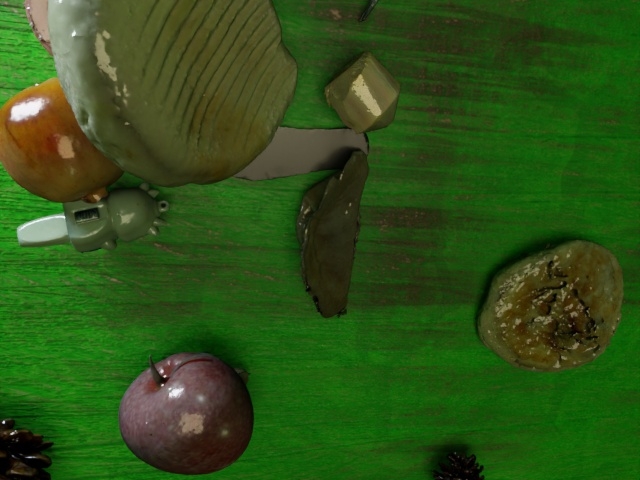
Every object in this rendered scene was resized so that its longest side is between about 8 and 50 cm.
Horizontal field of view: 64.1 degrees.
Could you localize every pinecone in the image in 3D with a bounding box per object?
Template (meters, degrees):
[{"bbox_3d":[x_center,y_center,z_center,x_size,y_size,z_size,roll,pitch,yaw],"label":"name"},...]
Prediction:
[{"bbox_3d":[0.327,0.555,1.184,0.140,0.140,0.121,5,80,-12],"label":"pinecone"},{"bbox_3d":[-0.605,0.456,0.913,0.223,0.273,0.224,-2,146,-2],"label":"pinecone"}]

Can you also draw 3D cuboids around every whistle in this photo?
[{"bbox_3d":[-0.375,-0.032,0.859,0.244,0.092,0.110,-15,82,-10],"label":"whistle"}]

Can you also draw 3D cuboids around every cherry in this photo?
[{"bbox_3d":[-0.248,0.316,0.943,0.213,0.235,0.286,-50,129,-36],"label":"cherry"}]

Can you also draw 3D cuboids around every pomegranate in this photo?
[{"bbox_3d":[-0.382,-0.148,0.776,0.191,0.191,0.192,-3,110,-9],"label":"pomegranate"}]

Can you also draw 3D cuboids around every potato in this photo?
[{"bbox_3d":[-0.173,0.284,1.047,0.037,0.036,0.093,-14,138,-44],"label":"potato"}]

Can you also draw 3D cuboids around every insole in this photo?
[{"bbox_3d":[-0.062,-0.165,0.916,0.309,0.012,0.110,-5,112,-9],"label":"insole"}]

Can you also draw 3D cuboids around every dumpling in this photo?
[{"bbox_3d":[0.000,-0.002,0.947,0.166,0.086,0.333,-12,115,-41],"label":"dumpling"}]

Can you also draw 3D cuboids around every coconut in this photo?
[{"bbox_3d":[0.077,-0.240,0.862,0.116,0.116,0.122,-43,107,6],"label":"coconut"}]

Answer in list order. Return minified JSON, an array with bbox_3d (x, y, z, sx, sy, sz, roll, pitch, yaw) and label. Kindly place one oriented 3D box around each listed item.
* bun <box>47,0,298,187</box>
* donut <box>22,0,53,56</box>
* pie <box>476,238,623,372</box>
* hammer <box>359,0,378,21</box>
[{"bbox_3d":[-0.211,-0.256,0.712,0.365,0.219,0.366,-8,101,-52],"label":"bun"},{"bbox_3d":[-0.378,-0.354,0.762,0.117,0.065,0.166,29,101,-20],"label":"donut"},{"bbox_3d":[0.503,0.144,1.097,0.338,0.077,0.340,-4,110,-10],"label":"pie"},{"bbox_3d":[-0.002,-0.434,0.818,0.226,0.041,0.159,-6,108,-9],"label":"hammer"}]
